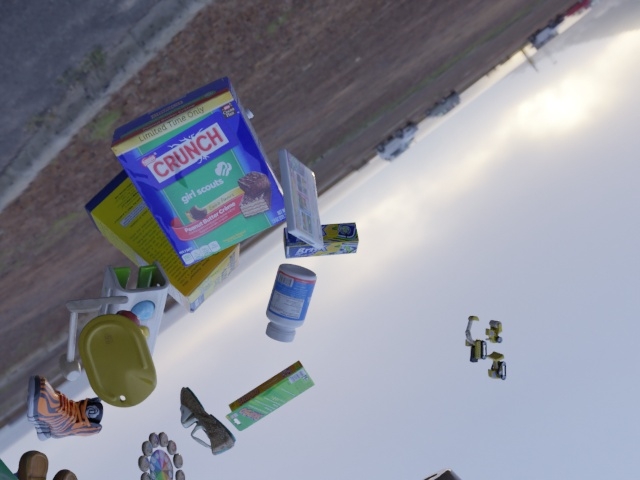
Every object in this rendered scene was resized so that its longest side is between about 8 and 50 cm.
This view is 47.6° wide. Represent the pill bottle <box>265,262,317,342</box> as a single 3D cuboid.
[{"bbox_3d":[-0.096,0.191,2.209,0.124,0.124,0.222,-42,150,-76],"label":"pill bottle"}]

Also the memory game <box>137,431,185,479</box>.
[{"bbox_3d":[-0.367,0.539,1.697,0.012,0.186,0.186,-19,-173,16],"label":"memory game"}]

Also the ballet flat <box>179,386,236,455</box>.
[{"bbox_3d":[-0.272,0.404,1.622,0.067,0.206,0.073,-35,135,-24],"label":"ballet flat"}]

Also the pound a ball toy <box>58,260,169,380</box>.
[{"bbox_3d":[-0.486,0.212,1.708,0.208,0.136,0.319,-5,131,-34],"label":"pound a ball toy"}]

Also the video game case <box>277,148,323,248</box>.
[{"bbox_3d":[-0.035,-0.075,1.341,0.019,0.157,0.143,-13,163,19],"label":"video game case"}]

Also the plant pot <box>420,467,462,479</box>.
[{"bbox_3d":[0.263,0.606,1.487,0.263,0.229,0.263,-29,167,-8],"label":"plant pot"}]

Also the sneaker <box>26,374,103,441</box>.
[{"bbox_3d":[-0.678,0.442,1.946,0.180,0.125,0.321,-2,150,-11],"label":"sneaker"}]

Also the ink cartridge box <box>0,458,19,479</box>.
[{"bbox_3d":[-0.530,0.316,0.970,0.056,0.181,0.224,-59,149,2],"label":"ink cartridge box"}]

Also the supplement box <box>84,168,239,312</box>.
[{"bbox_3d":[-0.405,-0.010,1.897,0.195,0.356,0.194,-47,173,-18],"label":"supplement box"}]

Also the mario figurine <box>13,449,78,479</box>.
[{"bbox_3d":[-0.614,0.449,1.341,0.320,0.198,0.170,-18,-172,17],"label":"mario figurine"}]

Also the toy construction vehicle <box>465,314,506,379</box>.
[{"bbox_3d":[0.278,0.181,1.231,0.035,0.098,0.086,-3,-174,-19],"label":"toy construction vehicle"}]

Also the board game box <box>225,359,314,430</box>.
[{"bbox_3d":[-0.147,0.450,2.087,0.259,0.039,0.124,-34,141,-7],"label":"board game box"}]

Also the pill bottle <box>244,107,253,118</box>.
[{"bbox_3d":[-0.226,-0.328,1.993,0.083,0.043,0.043,-40,-179,-3],"label":"pill bottle"}]

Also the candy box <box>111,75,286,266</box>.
[{"bbox_3d":[-0.245,-0.143,1.544,0.268,0.317,0.122,-26,-152,1],"label":"candy box"}]

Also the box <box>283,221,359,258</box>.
[{"bbox_3d":[0.000,0.000,1.659,0.168,0.054,0.059,-5,149,-8],"label":"box"}]

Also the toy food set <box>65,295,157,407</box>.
[{"bbox_3d":[-0.369,0.193,1.333,0.128,0.218,0.071,-13,-170,7],"label":"toy food set"}]
